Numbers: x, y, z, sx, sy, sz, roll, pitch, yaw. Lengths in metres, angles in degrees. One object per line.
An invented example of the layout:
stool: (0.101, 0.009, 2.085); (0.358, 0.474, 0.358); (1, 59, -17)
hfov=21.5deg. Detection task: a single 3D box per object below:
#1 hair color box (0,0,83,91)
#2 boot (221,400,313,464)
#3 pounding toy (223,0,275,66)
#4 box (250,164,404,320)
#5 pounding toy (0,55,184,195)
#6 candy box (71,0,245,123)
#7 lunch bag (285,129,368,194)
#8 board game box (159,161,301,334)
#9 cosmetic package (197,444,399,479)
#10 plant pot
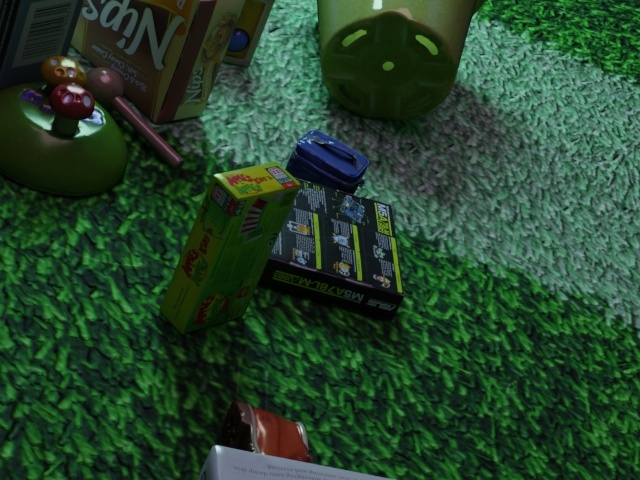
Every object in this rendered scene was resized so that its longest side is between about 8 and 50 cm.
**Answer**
hair color box: (-0.451, -0.355, 2.036); (0.374, 0.185, 0.113); (40, 36, 24)
boot: (-0.041, 0.217, 1.598); (0.084, 0.059, 0.158); (18, 31, -20)
pounding toy: (-0.135, -0.309, 2.220); (0.130, 0.141, 0.100); (11, 35, -20)
box: (0.000, 0.000, 1.952); (0.184, 0.045, 0.190); (17, 32, -15)
pounding toy: (-0.276, -0.152, 1.928); (0.183, 0.110, 0.237); (42, 37, 26)
candy box: (-0.247, -0.312, 2.111); (0.316, 0.183, 0.087); (42, 37, 26)
lunch bag: (0.011, -0.088, 2.065); (0.098, 0.065, 0.067); (29, 32, 8)
board game box: (-0.095, 0.008, 1.745); (0.092, 0.181, 0.043); (-14, 48, -45)
cosmetic package: (0.000, 0.359, 1.329); (0.217, 0.156, 0.385); (14, 35, -16)
plant pot: (0.101, -0.309, 2.296); (0.276, 0.276, 0.254); (18, 44, -10)
